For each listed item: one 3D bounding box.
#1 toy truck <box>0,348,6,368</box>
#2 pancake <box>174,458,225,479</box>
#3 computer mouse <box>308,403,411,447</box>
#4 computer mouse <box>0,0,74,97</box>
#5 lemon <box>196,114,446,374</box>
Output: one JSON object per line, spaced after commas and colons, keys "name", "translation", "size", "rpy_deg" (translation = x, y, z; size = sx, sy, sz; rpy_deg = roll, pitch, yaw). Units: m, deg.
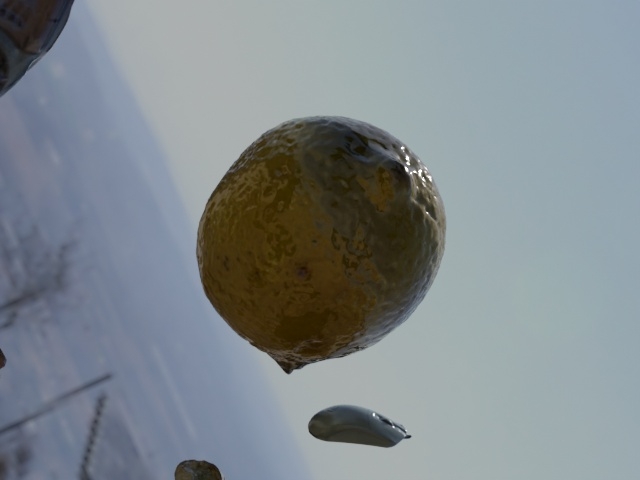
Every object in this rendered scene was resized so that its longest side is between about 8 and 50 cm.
{"name": "toy truck", "translation": [-0.339, 0.147, 1.279], "size": [0.207, 0.173, 0.387], "rpy_deg": [59, 19, -26]}
{"name": "pancake", "translation": [-0.026, 0.285, 1.770], "size": [0.244, 0.057, 0.266], "rpy_deg": [4, -30, 40]}
{"name": "computer mouse", "translation": [0.042, 0.192, 2.022], "size": [0.056, 0.110, 0.032], "rpy_deg": [-75, 172, -69]}
{"name": "computer mouse", "translation": [-0.260, -0.224, 1.588], "size": [0.115, 0.389, 0.199], "rpy_deg": [37, 6, -42]}
{"name": "lemon", "translation": [0.006, -0.005, 1.831], "size": [0.228, 0.253, 0.228], "rpy_deg": [34, 32, -25]}
